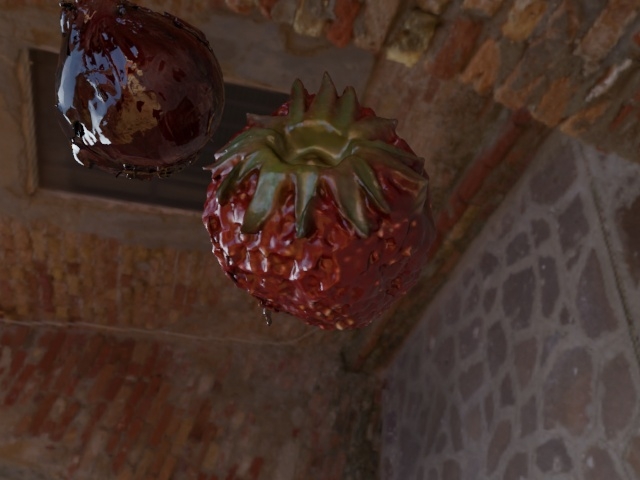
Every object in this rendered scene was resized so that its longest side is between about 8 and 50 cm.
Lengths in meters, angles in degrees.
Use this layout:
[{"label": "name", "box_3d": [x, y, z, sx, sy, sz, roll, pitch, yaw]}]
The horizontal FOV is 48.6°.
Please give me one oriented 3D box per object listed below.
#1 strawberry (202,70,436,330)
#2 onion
[{"label": "strawberry", "box_3d": [-0.002, 0.000, 0.878, 0.343, 0.292, 0.292, 88, -177, -47]}, {"label": "onion", "box_3d": [-0.252, -0.193, 0.981, 0.221, 0.281, 0.281, -41, -7, -25]}]
